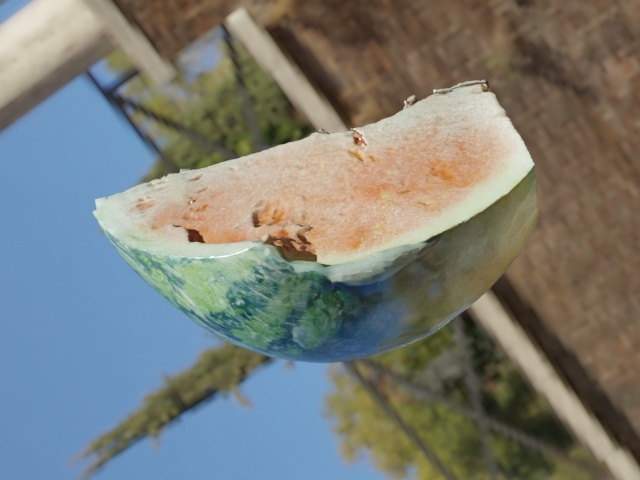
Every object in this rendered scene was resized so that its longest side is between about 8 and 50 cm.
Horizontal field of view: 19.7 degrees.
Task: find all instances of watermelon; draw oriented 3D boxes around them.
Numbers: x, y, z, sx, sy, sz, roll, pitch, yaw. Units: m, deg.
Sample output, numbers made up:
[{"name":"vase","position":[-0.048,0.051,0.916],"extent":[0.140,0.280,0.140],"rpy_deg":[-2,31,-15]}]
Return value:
[{"name":"watermelon","position":[0.000,0.000,1.308],"extent":[0.224,0.305,0.180],"rpy_deg":[84,171,-73]}]
